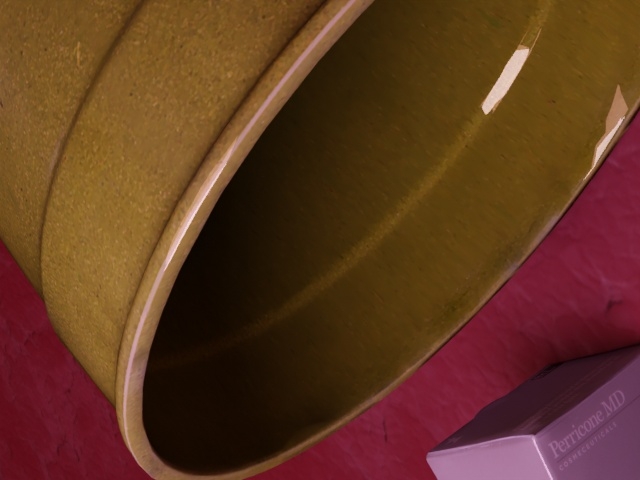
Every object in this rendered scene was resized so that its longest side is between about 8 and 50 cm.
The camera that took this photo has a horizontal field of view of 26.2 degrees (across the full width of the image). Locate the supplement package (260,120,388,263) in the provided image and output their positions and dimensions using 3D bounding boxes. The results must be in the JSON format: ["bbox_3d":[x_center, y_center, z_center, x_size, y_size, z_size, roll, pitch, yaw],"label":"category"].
[{"bbox_3d":[0.000,0.000,0.905,0.105,0.105,0.179,50,140,13],"label":"supplement package"}]

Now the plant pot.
[{"bbox_3d":[-0.062,-0.134,0.680,0.353,0.366,0.366,42,138,22],"label":"plant pot"}]

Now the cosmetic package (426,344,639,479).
[{"bbox_3d":[0.179,0.194,0.814,0.107,0.127,0.238,-18,100,51],"label":"cosmetic package"}]
